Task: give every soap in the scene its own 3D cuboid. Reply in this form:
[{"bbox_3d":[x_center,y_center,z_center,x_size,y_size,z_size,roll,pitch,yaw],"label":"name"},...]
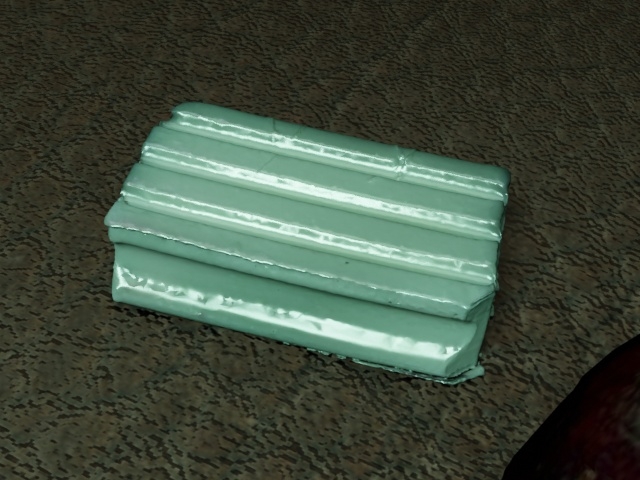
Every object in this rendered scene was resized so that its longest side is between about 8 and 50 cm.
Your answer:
[{"bbox_3d":[0.000,0.000,0.728,0.261,0.094,0.150,14,45,5],"label":"soap"}]

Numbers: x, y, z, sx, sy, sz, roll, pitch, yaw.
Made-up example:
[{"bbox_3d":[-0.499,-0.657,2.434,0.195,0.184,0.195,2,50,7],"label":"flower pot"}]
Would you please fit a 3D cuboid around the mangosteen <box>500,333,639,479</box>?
[{"bbox_3d":[0.217,0.163,0.392,0.330,0.330,0.330,5,40,-4],"label":"mangosteen"}]
